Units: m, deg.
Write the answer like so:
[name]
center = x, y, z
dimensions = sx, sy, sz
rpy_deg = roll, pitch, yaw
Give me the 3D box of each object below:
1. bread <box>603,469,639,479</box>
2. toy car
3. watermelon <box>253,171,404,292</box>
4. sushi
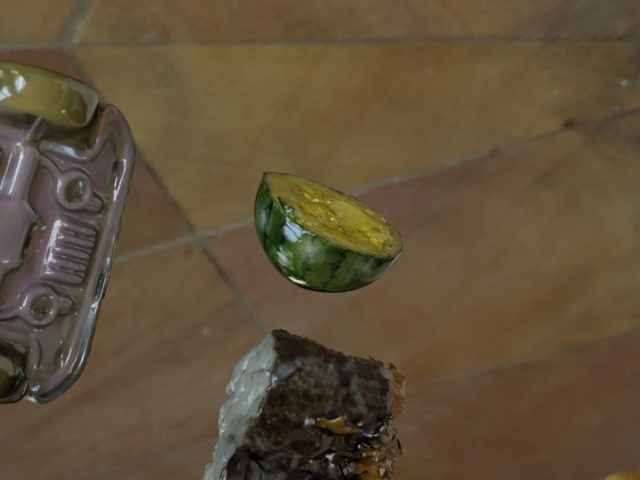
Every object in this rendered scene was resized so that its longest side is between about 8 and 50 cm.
[bread]
center = 0.288, 0.258, 0.975
dimensions = 0.236, 0.140, 0.106
rpy_deg = 33, 107, -19
[toy car]
center = -0.315, -0.031, 0.887
dimensions = 0.336, 0.242, 0.226
rpy_deg = 16, 177, -39
[watermelon]
center = 0.000, 0.000, 0.890
dimensions = 0.105, 0.105, 0.062
rpy_deg = 13, 111, -31
[sushi]
center = -0.027, 0.272, 1.446
dimensions = 0.207, 0.349, 0.234
rpy_deg = 20, 169, -13
